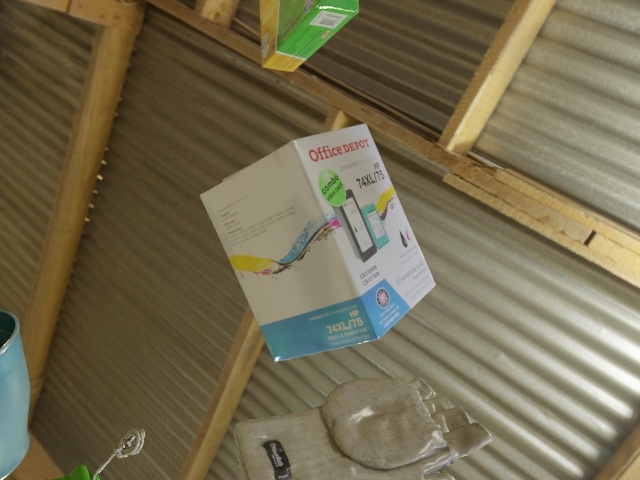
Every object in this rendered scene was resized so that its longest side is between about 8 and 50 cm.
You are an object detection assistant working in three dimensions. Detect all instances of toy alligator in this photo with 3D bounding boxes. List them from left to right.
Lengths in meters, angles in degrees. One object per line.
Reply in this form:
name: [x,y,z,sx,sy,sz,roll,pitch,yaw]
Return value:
toy alligator: [-0.232,0.229,0.432,0.190,0.051,0.056,-50,-139,-6]

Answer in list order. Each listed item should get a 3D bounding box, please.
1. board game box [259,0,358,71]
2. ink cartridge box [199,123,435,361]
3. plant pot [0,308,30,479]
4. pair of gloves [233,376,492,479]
board game box: [-0.030,-0.466,0.807,0.242,0.064,0.317,-8,-97,64]
ink cartridge box: [0.000,0.000,0.749,0.197,0.198,0.270,-22,-86,38]
plant pot: [-0.645,0.296,0.891,0.271,0.271,0.256,9,-65,27]
pair of gloves: [0.069,0.199,0.350,0.240,0.204,0.042,48,-42,42]
